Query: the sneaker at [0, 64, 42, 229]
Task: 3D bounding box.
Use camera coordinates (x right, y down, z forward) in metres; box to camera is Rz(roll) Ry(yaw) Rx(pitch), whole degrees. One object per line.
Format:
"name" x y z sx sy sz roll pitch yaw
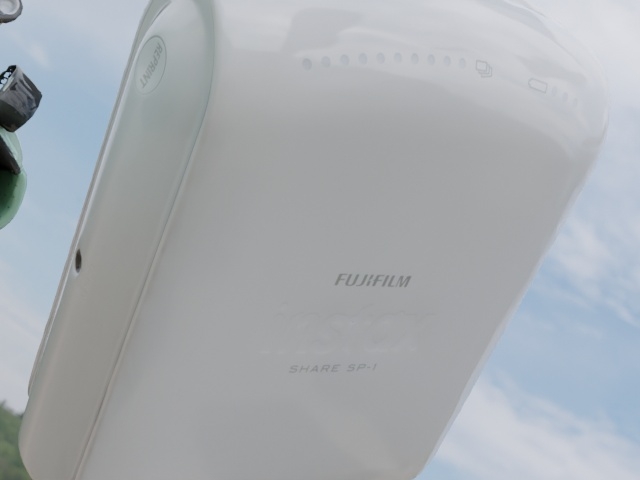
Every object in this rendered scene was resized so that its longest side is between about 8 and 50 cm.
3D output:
"sneaker" -0.200 -0.085 0.379 0.256 0.094 0.151 33 10 -48

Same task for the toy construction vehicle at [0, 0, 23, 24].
"toy construction vehicle" -0.145 -0.088 0.340 0.086 0.035 0.098 -6 -51 53

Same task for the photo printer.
"photo printer" 0.000 0.000 0.604 0.256 0.308 0.107 3 35 -34
